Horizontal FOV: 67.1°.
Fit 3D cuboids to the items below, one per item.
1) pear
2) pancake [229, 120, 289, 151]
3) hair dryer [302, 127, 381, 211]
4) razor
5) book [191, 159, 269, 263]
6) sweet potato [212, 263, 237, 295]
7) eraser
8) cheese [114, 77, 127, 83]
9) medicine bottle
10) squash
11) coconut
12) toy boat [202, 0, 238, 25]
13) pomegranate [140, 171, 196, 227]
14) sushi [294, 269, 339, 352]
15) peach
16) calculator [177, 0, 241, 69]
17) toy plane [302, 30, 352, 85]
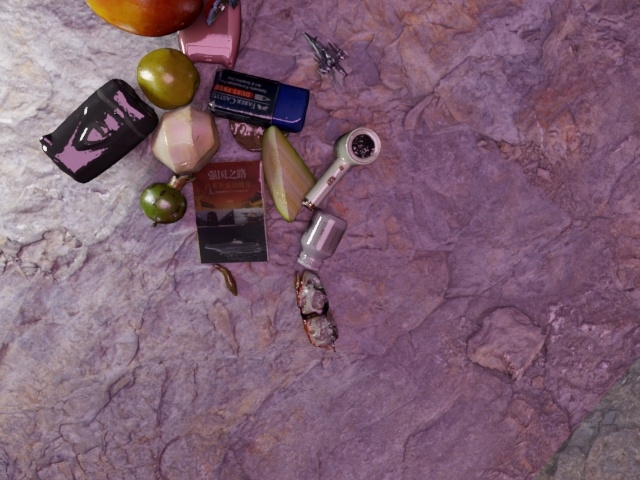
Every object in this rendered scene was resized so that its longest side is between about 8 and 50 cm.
[{"bbox_3d":[-0.500,-0.532,1.594,0.199,0.198,0.198,-2,101,-9],"label":"pear"},{"bbox_3d":[-0.216,-0.433,1.726,0.242,0.050,0.241,0,90,-6],"label":"pancake"},{"bbox_3d":[0.052,-0.236,1.710,0.128,0.203,0.362,40,87,-14],"label":"hair dryer"},{"bbox_3d":[-0.707,-0.350,1.554,0.349,0.113,0.204,-39,109,2],"label":"razor"},{"bbox_3d":[-0.326,-0.099,1.750,0.263,0.028,0.373,-2,101,7],"label":"book"},{"bbox_3d":[-0.349,0.144,1.817,0.041,0.038,0.153,-37,103,-24],"label":"sweet potato"},{"bbox_3d":[-0.212,-0.471,1.646,0.333,0.101,0.154,12,85,-2],"label":"eraser"},{"bbox_3d":[-0.747,-0.433,1.625,0.164,0.071,0.248,10,99,-12],"label":"cheese"},{"bbox_3d":[0.000,0.000,1.795,0.135,0.135,0.215,25,96,-13],"label":"medicine bottle"},{"bbox_3d":[-0.158,-0.230,1.703,0.288,0.111,0.203,48,66,-35],"label":"squash"},{"bbox_3d":[-0.459,-0.336,1.620,0.237,0.236,0.197,-17,139,-6],"label":"coconut"},{"bbox_3d":[-0.321,-0.780,1.588,0.059,0.069,0.173,40,83,-2],"label":"toy boat"},{"bbox_3d":[-0.526,-0.152,1.689,0.156,0.156,0.220,44,67,-14],"label":"pomegranate"},{"bbox_3d":[-0.016,0.269,1.848,0.130,0.124,0.331,-12,100,1],"label":"sushi"},{"bbox_3d":[-0.529,-0.806,1.447,0.389,0.388,0.387,-2,101,-9],"label":"peach"},{"bbox_3d":[-0.380,-0.757,1.637,0.220,0.048,0.329,0,98,-8],"label":"calculator"},{"bbox_3d":[0.026,-0.656,1.705,0.160,0.082,0.234,-47,106,-26],"label":"toy plane"}]
